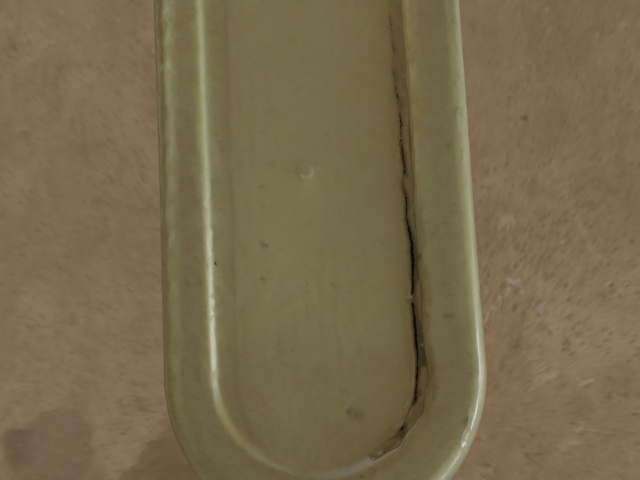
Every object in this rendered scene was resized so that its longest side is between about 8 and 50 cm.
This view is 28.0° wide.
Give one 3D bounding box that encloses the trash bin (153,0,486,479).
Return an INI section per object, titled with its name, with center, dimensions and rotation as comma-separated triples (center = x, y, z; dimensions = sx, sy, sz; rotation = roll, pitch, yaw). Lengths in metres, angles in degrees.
[trash bin]
center = 0.000, 0.000, 0.518
dimensions = 0.121, 0.247, 0.243
rotation = -3, 81, 1
